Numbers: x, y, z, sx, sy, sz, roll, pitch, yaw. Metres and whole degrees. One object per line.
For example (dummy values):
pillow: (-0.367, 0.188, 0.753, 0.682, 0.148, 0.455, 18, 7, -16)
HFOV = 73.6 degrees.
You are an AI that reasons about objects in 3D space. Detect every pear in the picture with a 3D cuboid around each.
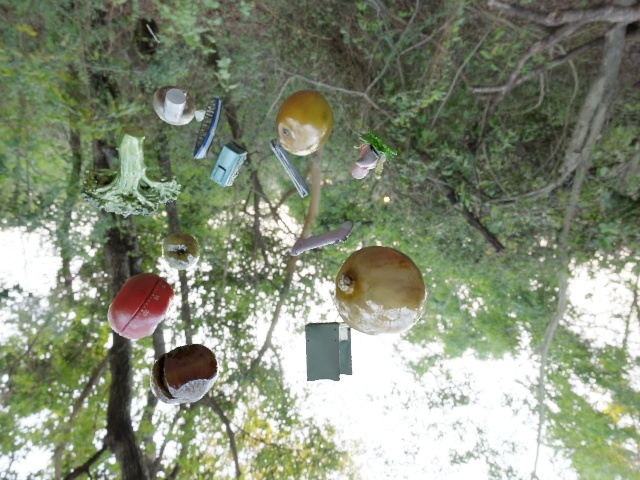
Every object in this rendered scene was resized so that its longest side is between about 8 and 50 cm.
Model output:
pear: (-0.612, 0.048, 1.874, 0.167, 0.167, 0.137, 0, -175, -25)

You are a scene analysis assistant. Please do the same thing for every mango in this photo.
mango: (-0.040, -0.322, 1.203, 0.139, 0.175, 0.254, 42, -171, 9)

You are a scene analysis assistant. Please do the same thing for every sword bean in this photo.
sword bean: (-0.651, -0.804, 1.669, 0.012, 0.012, 0.083, 13, 152, 28)

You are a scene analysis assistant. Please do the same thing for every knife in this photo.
knife: (0.000, 0.000, 2.006, 0.399, 0.038, 0.132, -16, -141, 43)
knife: (-0.117, -0.275, 1.654, 0.041, 0.265, 0.073, -24, -145, 12)

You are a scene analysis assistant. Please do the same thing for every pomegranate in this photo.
pomegranate: (0.232, 0.207, 1.809, 0.412, 0.411, 0.411, 5, -167, -1)

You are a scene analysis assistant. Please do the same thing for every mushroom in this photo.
mushroom: (-0.706, -0.683, 2.096, 0.207, 0.207, 0.215, -3, 161, -34)

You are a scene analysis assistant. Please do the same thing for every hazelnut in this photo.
hazelnut: (-0.501, 0.494, 1.600, 0.252, 0.217, 0.217, -26, -171, 9)

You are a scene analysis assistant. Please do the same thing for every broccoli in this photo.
broccoli: (-0.837, -0.277, 1.791, 0.353, 0.397, 0.275, -42, -112, -17)

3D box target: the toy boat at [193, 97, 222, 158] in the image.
toy boat: (-0.404, -0.398, 1.537, 0.080, 0.228, 0.046, 16, 179, 44)

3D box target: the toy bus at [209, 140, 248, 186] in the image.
toy bus: (-0.348, -0.282, 1.604, 0.079, 0.160, 0.092, 35, -152, 3)

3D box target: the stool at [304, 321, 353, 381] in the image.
stool: (0.044, 0.525, 2.047, 0.171, 0.269, 0.244, -6, 169, 17)

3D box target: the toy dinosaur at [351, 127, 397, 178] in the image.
toy dinosaur: (0.154, -0.291, 1.492, 0.152, 0.177, 0.194, 39, -157, -9)

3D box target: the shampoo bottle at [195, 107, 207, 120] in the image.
shampoo bottle: (-0.564, -0.616, 2.065, 0.034, 0.048, 0.141, -4, -153, 10)

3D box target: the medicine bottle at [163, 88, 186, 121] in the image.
medicine bottle: (-0.430, -0.397, 1.258, 0.057, 0.057, 0.089, -1, 161, -26)

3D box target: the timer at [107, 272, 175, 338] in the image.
timer: (-1.010, 0.363, 2.403, 0.279, 0.378, 0.378, 36, -177, -19)
